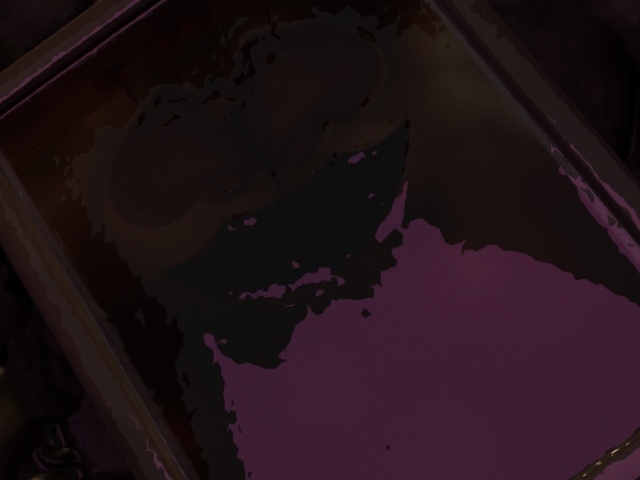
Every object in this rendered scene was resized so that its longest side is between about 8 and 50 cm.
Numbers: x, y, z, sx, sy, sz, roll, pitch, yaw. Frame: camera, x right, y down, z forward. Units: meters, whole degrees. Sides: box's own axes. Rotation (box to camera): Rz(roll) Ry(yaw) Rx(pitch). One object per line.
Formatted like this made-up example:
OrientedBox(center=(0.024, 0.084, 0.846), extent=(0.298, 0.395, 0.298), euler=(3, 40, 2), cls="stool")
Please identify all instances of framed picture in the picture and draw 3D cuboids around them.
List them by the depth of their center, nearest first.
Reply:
OrientedBox(center=(0.000, 0.000, 0.546), extent=(0.211, 0.020, 0.289), euler=(-36, 65, 2), cls="framed picture")
